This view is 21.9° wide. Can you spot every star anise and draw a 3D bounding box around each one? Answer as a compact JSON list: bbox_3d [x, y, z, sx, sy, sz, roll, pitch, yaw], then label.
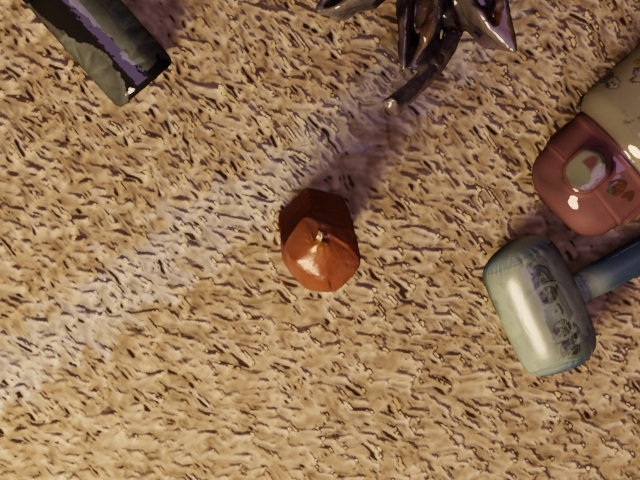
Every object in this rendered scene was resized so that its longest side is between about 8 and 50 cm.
[{"bbox_3d":[0.088,-0.221,1.294,0.230,0.081,0.262,11,87,-7],"label":"star anise"}]

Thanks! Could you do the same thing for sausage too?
[{"bbox_3d":[0.000,0.001,1.279,0.065,0.169,0.065,0,101,-2],"label":"sausage"}]

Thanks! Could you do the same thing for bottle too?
[{"bbox_3d":[0.272,-0.101,1.316,0.233,0.110,0.110,-41,100,2],"label":"bottle"}]

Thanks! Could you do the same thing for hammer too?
[{"bbox_3d":[0.234,0.025,1.361,0.194,0.069,0.116,-27,100,-8],"label":"hammer"}]

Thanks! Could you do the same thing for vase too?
[{"bbox_3d":[-0.205,-0.199,1.285,0.060,0.060,0.211,-42,99,3],"label":"vase"}]
